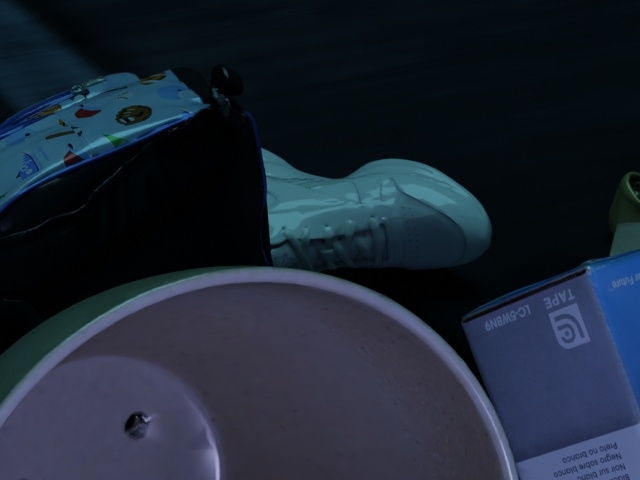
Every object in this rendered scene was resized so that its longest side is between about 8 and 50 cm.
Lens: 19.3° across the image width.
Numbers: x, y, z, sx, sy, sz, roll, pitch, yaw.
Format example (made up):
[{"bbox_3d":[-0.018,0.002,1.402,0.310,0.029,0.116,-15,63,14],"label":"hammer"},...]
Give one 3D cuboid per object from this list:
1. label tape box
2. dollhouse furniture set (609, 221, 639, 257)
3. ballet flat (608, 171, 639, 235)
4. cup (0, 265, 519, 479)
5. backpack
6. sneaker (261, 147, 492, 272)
[{"bbox_3d":[0.241,0.160,1.050,0.241,0.333,0.106,-13,-10,-45],"label":"label tape box"},{"bbox_3d":[0.348,0.147,1.215,0.303,0.286,0.198,-4,27,16],"label":"dollhouse furniture set"},{"bbox_3d":[0.376,-0.011,1.722,0.232,0.073,0.080,13,32,21],"label":"ballet flat"},{"bbox_3d":[-0.087,0.163,1.042,0.331,0.331,0.237,-13,13,-24],"label":"cup"},{"bbox_3d":[-0.184,-0.001,1.520,0.263,0.276,0.213,-24,32,-27],"label":"backpack"},{"bbox_3d":[0.000,0.000,1.689,0.305,0.114,0.152,6,43,18],"label":"sneaker"}]
